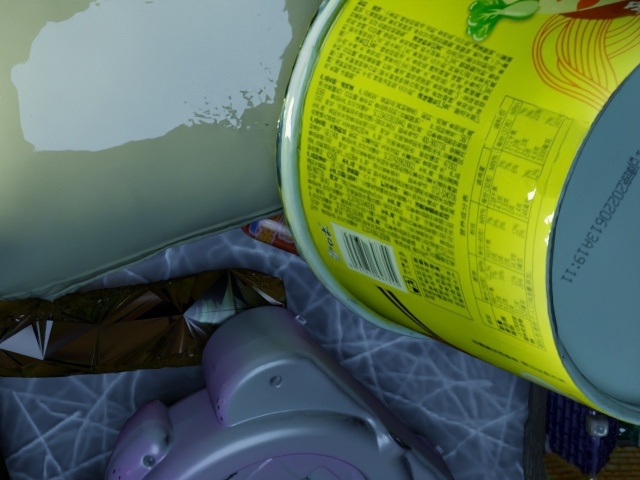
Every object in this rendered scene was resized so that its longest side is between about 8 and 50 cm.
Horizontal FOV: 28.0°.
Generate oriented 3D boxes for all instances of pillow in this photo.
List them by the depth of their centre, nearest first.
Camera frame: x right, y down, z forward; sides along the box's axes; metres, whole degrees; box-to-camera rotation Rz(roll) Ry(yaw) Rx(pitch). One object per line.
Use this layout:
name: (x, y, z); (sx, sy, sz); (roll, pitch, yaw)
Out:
pillow: (-0.108, -0.113, 0.825); (0.322, 0.120, 0.255); (-19, 103, -1)

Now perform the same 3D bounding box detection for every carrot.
carrot: (-0.136, 0.059, 0.890); (0.229, 0.069, 0.069); (-6, 102, -3)

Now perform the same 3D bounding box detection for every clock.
clock: (-0.048, 0.191, 0.880); (0.248, 0.090, 0.227); (-41, 119, 6)

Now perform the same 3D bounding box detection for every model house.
model house: (0.197, 0.146, 0.911); (0.088, 0.100, 0.100); (0, 101, -4)

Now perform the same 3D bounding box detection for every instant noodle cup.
instant noodle cup: (0.160, -0.041, 0.758); (0.311, 0.221, 0.311); (-11, 114, -26)

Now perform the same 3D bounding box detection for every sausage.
sausage: (0.000, 0.000, 0.901); (0.129, 0.034, 0.034); (22, 99, -9)

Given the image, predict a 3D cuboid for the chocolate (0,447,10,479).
chocolate: (-0.394, 0.159, 0.767); (0.297, 0.314, 0.326); (-12, 109, 22)
